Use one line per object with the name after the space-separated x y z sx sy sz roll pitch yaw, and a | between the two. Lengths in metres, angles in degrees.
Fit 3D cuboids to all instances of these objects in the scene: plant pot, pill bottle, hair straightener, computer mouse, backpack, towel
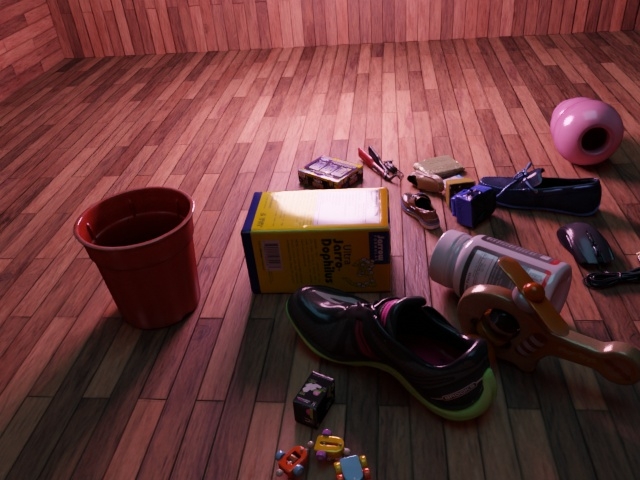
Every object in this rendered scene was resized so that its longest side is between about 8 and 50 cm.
-0.411 0.051 1.388 0.272 0.265 0.272 -4 34 3 | plant pot
0.406 0.082 1.325 0.283 0.161 0.161 23 43 35 | pill bottle
0.414 -0.149 1.738 0.081 0.082 0.083 -6 25 -2 | plant pot
0.215 -0.266 1.960 0.088 0.047 0.230 -18 36 -18 | hair straightener
0.724 0.016 1.468 0.183 0.060 0.262 -4 35 3 | computer mouse
0.440 -0.110 1.658 0.120 0.098 0.101 -27 36 -27 | backpack
0.393 -0.242 1.920 0.148 0.027 0.110 -16 36 -17 | towel

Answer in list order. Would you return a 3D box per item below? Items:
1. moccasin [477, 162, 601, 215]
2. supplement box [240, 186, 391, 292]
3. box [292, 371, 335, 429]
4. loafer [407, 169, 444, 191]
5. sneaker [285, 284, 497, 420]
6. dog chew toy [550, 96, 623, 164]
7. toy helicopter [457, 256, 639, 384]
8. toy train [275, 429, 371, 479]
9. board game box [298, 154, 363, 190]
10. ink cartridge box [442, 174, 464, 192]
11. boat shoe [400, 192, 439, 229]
0.638 -0.165 1.693 0.341 0.117 0.138 7 36 18 | moccasin
0.000 0.000 1.470 0.356 0.195 0.194 -1 35 7 | supplement box
-0.011 0.312 1.131 0.052 0.062 0.083 14 38 24 | box
0.329 -0.181 1.820 0.050 0.056 0.148 -25 29 -25 | loafer
0.138 0.176 1.186 0.482 0.202 0.185 19 40 31 | sneaker
0.862 -0.379 1.921 0.206 0.207 0.332 -1 26 7 | dog chew toy
0.438 0.173 1.121 0.354 0.235 0.140 18 40 30 | toy helicopter
0.008 0.404 1.014 0.166 0.046 0.125 20 43 36 | toy train
0.034 -0.221 1.920 0.170 0.048 0.141 22 41 34 | board game box
0.415 -0.174 1.815 0.083 0.028 0.048 -19 36 -20 | ink cartridge box
0.295 -0.104 1.695 0.066 0.066 0.183 -17 36 -18 | boat shoe
